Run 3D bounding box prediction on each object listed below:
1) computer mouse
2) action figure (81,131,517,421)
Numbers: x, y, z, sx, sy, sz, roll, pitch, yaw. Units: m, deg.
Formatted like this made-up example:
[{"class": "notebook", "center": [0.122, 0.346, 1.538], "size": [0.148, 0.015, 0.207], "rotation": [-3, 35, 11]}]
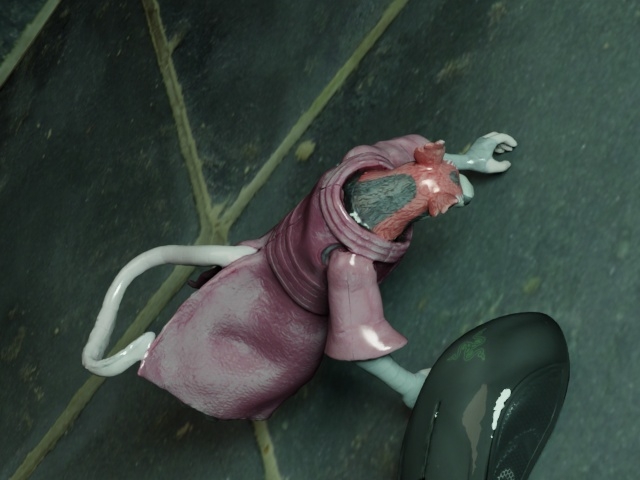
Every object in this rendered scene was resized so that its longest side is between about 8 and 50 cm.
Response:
[{"class": "computer mouse", "center": [0.107, 0.174, 1.311], "size": [0.188, 0.072, 0.272], "rotation": [7, 75, 59]}, {"class": "action figure", "center": [0.000, 0.000, 1.434], "size": [0.370, 0.275, 0.248], "rotation": [-47, 25, 52]}]
